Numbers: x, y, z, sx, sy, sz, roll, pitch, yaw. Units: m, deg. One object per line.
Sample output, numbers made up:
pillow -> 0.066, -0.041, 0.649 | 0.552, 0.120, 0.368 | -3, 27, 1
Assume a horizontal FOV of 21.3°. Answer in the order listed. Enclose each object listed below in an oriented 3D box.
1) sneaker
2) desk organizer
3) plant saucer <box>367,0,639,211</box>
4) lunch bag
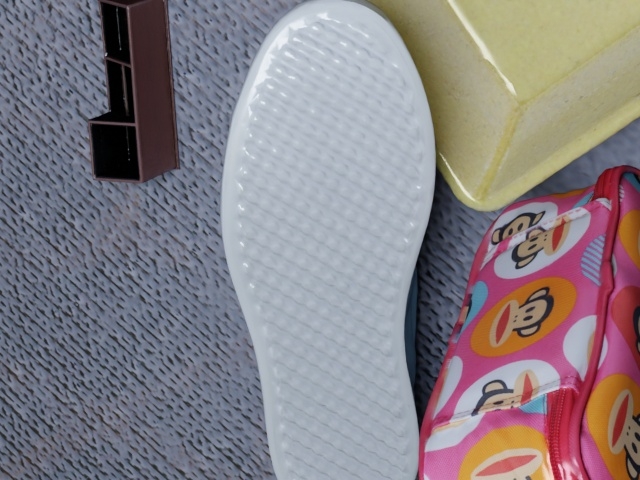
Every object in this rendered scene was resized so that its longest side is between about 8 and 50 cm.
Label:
sneaker -> 0.000, 0.000, 1.110 | 0.135, 0.150, 0.366 | -1, 118, -5
desk organizer -> -0.137, -0.109, 1.212 | 0.047, 0.050, 0.130 | 5, 108, 25
plant saucer -> 0.137, -0.237, 1.017 | 0.333, 0.081, 0.333 | -35, 88, 31
lunch bag -> 0.179, 0.128, 0.982 | 0.120, 0.293, 0.258 | -20, 119, 30
